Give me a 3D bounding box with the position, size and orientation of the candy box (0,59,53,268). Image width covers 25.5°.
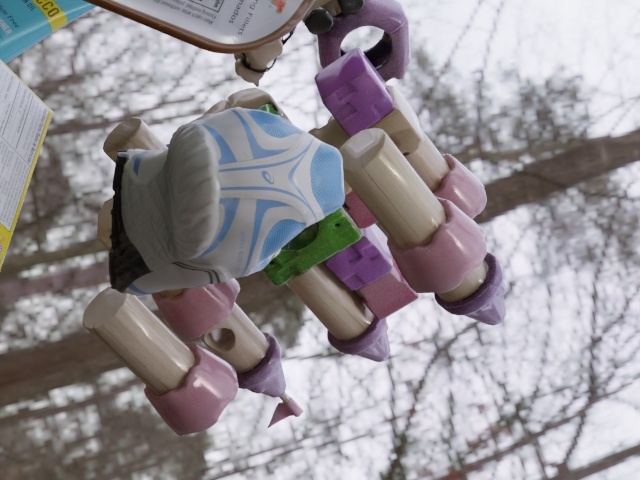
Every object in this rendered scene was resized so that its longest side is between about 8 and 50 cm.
[{"bbox_3d":[-0.247,-0.049,0.971,0.027,0.105,0.206,-17,-138,26],"label":"candy box"}]

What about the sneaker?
[{"bbox_3d":[-0.058,-0.014,0.722,0.237,0.086,0.085,170,-77,-69],"label":"sneaker"}]

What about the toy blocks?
[{"bbox_3d":[0.000,0.000,1.136,0.289,0.260,0.309,-31,-146,16],"label":"toy blocks"}]

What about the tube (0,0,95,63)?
[{"bbox_3d":[-0.284,-0.184,1.234,0.080,0.207,0.052,47,-24,3],"label":"tube"}]

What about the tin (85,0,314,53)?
[{"bbox_3d":[-0.075,-0.156,0.689,0.106,0.190,0.040,-59,-139,17],"label":"tin"}]
